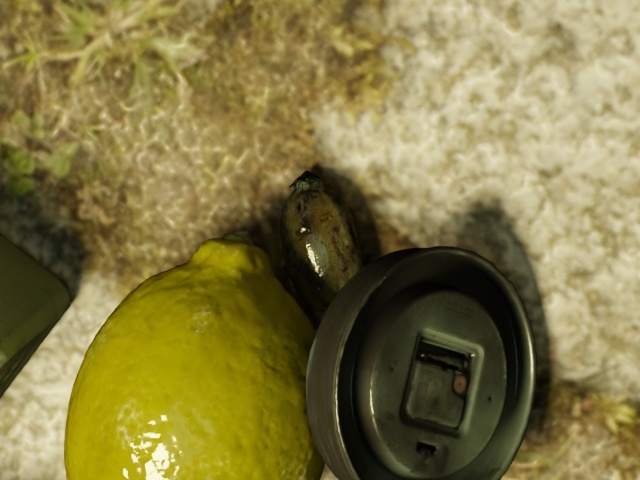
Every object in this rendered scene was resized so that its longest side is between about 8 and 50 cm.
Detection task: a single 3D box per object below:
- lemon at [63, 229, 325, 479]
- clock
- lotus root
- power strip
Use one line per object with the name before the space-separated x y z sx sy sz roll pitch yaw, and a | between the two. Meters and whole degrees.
lemon | -0.079 0.116 1.144 0.184 0.184 0.248 15 106 6
clock | 0.069 0.094 1.129 0.040 0.184 0.184 4 107 51
lotus root | 0.000 0.000 1.175 0.054 0.049 0.099 -13 94 14
power strip | -0.286 0.073 1.146 0.139 0.224 0.140 39 106 -1
